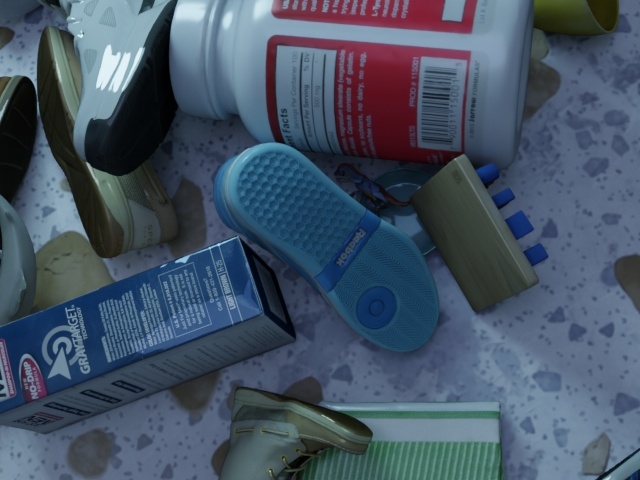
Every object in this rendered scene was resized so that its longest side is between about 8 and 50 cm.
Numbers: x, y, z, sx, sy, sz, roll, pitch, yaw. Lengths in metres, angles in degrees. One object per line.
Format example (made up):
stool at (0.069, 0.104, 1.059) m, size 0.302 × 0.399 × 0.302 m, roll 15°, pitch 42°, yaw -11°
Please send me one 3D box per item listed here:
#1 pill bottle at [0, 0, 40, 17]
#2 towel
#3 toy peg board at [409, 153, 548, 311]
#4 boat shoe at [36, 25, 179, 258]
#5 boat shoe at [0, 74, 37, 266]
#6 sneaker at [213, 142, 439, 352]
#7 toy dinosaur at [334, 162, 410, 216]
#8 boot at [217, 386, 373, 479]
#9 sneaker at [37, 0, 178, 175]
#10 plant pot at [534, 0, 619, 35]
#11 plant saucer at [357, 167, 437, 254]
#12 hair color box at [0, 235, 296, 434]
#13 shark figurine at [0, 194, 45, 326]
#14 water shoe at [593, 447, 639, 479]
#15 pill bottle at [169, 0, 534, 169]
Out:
pill bottle at (-0.484, -0.439, 1.466) m, size 0.136 × 0.136 × 0.245 m, roll -42°, pitch 71°, yaw -2°
towel at (0.092, 0.346, 1.192) m, size 0.248 × 0.038 × 0.324 m, roll -2°, pitch 76°, yaw 12°
toy peg board at (0.196, -0.018, 1.200) m, size 0.079 × 0.160 × 0.161 m, roll -28°, pitch 84°, yaw -19°
boat shoe at (-0.284, -0.134, 1.369) m, size 0.110 × 0.121 × 0.341 m, roll -12°, pitch 69°, yaw -29°
boat shoe at (-0.463, -0.080, 1.378) m, size 0.105 × 0.110 × 0.307 m, roll 10°, pitch 77°, yaw 13°
sneaker at (0.000, 0.000, 1.267) m, size 0.127 × 0.208 × 0.319 m, roll -46°, pitch 108°, yaw -9°
toy dinosaur at (0.055, -0.064, 1.296) m, size 0.090 × 0.047 × 0.082 m, roll -9°, pitch 60°, yaw -26°
boot at (-0.040, 0.263, 1.187) m, size 0.213 × 0.077 × 0.165 m, roll 6°, pitch 76°, yaw 46°
sneaker at (-0.297, -0.275, 1.315) m, size 0.258 × 0.169 × 0.447 m, roll 9°, pitch 54°, yaw 2°
plant pot at (0.299, -0.309, 1.292) m, size 0.095 × 0.134 × 0.134 m, roll -11°, pitch 71°, yaw 35°
plant saucer at (0.104, -0.031, 1.299) m, size 0.119 × 0.021 × 0.119 m, roll -3°, pitch 74°, yaw 10°
hair color box at (-0.220, 0.119, 1.242) m, size 0.347 × 0.174 × 0.105 m, roll -21°, pitch 71°, yaw 5°
shark figurine at (-0.387, 0.033, 1.281) m, size 0.166 × 0.116 × 0.278 m, roll -3°, pitch 95°, yaw -20°
water shoe at (0.359, 0.270, 1.139) m, size 0.203 × 0.073 × 0.080 m, roll -36°, pitch 74°, yaw 1°
pill bottle at (0.040, -0.215, 1.253) m, size 0.408 × 0.229 × 0.229 m, roll 7°, pitch 77°, yaw 13°
